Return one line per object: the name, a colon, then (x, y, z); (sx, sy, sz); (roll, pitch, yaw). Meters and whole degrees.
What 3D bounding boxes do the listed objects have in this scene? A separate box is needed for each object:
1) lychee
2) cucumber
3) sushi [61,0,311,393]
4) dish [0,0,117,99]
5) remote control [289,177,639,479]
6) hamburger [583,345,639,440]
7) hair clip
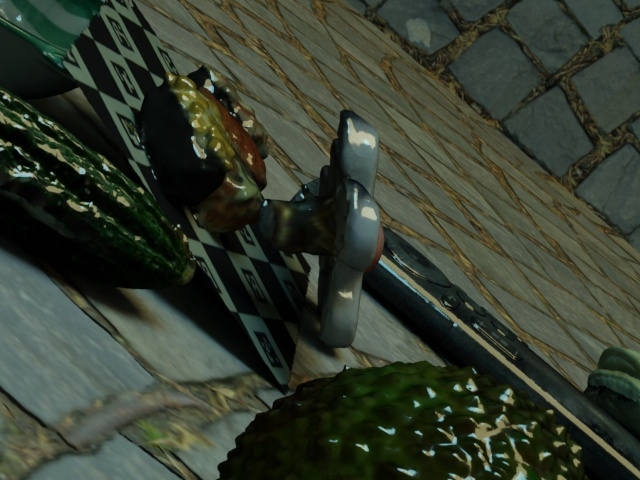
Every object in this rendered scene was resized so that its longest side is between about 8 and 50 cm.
lychee: (0.033, 0.125, 0.687); (0.171, 0.171, 0.171); (36, 13, -10)
cucumber: (-0.181, -0.048, 0.859); (0.265, 0.077, 0.077); (34, 14, -29)
sushi: (-0.061, -0.058, 1.065); (0.264, 0.050, 0.290); (57, 10, -13)
dish: (-0.226, -0.149, 1.046); (0.224, 0.078, 0.246); (43, 14, 16)
remote control: (0.129, 0.081, 1.320); (0.377, 0.044, 0.107); (41, 7, 6)
hamburger: (0.287, 0.156, 1.371); (0.140, 0.062, 0.133); (26, -27, 38)
hair clip: (0.008, 0.000, 1.040); (0.075, 0.146, 0.257); (-3, -6, 5)
